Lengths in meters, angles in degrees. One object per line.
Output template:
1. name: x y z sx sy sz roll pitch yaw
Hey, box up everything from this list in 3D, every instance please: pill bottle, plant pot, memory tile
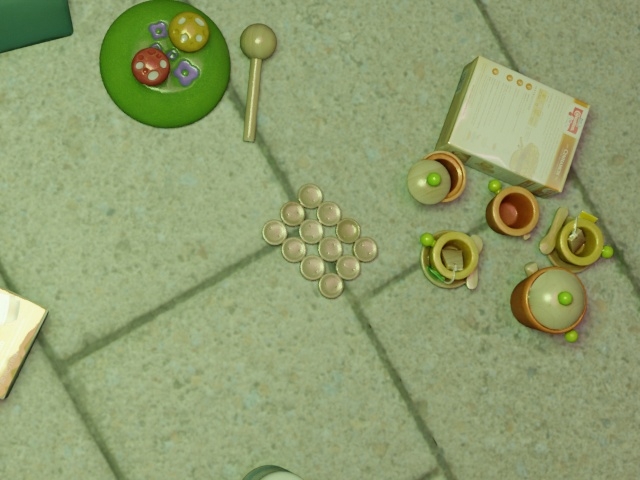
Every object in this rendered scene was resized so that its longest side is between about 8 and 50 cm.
1. pill bottle: -0.056 0.343 1.494 0.087 0.160 0.087 1 84 -13
2. plant pot: -0.416 -0.350 1.451 0.165 0.234 0.165 -18 89 -14
3. memory tile: 0.000 0.000 1.621 0.148 0.012 0.113 44 77 -4

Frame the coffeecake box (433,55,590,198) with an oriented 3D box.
1. coffeecake box: 0.281 -0.164 1.673 0.185 0.068 0.142 22 79 -9

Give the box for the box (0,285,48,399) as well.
1. box: -0.454 0.111 1.465 0.170 0.091 0.130 25 79 -9

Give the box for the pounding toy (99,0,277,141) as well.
1. pounding toy: -0.180 -0.246 1.557 0.237 0.110 0.183 12 82 -11

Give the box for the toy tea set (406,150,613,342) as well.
1. toy tea set: 0.263 0.000 1.622 0.336 0.124 0.200 25 79 -9
